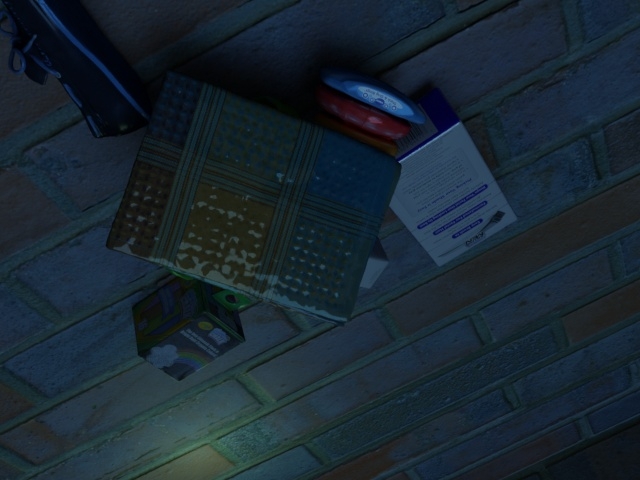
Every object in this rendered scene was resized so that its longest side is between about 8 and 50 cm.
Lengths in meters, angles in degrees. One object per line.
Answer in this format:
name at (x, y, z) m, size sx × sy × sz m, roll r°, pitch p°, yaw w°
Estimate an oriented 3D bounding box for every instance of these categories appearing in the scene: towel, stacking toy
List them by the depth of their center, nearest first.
towel at (-0.087, -0.054, 1.083) m, size 0.370 × 0.040 × 0.271 m, roll 19°, pitch 92°, yaw -17°
stacking toy at (0.028, -0.116, 1.208) m, size 0.175 × 0.165 × 0.301 m, roll 22°, pitch 105°, yaw -10°

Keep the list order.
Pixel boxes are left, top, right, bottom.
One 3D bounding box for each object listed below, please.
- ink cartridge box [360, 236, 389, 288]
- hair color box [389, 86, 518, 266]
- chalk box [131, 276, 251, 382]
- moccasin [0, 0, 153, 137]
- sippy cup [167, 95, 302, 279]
ink cartridge box at (0.000, 0.000, 1.406) m, size 0.231 × 0.134 × 0.078 m, roll 14°, pitch 126°, yaw -30°
hair color box at (0.218, -0.105, 1.392) m, size 0.185 × 0.110 × 0.339 m, roll -32°, pitch 139°, yaw 11°
chalk box at (-0.239, 0.150, 1.462) m, size 0.213 × 0.132 × 0.132 m, roll -33°, pitch 134°, yaw 10°
moccasin at (-0.359, -0.251, 1.028) m, size 0.117 × 0.137 × 0.342 m, roll -24°, pitch 135°, yaw 9°
sippy cup at (-0.144, -0.070, 1.219) m, size 0.240 × 0.224 × 0.305 m, roll -8°, pitch 135°, yaw -13°
